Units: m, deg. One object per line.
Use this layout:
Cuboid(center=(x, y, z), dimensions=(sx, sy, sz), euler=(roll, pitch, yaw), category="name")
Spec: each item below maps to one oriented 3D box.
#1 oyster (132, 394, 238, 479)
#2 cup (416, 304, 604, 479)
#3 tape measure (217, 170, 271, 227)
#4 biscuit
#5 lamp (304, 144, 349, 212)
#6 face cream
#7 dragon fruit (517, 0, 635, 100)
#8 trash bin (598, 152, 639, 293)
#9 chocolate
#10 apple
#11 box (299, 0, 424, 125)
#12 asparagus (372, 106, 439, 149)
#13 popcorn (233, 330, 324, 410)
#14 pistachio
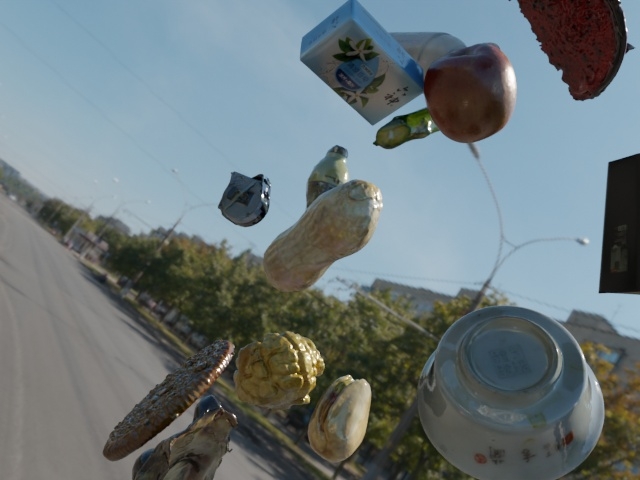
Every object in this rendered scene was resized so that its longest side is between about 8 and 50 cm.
Cuboid(center=(-0.233, 0.380, 1.102), dimensions=(0.096, 0.221, 0.361), euler=(42, -31, 20), category="oyster")
Cuboid(center=(0.347, 0.252, 1.269), dimensions=(0.347, 0.347, 0.163), euler=(28, -31, 34), category="cup")
Cuboid(center=(-0.130, -0.072, 1.218), dimensions=(0.091, 0.094, 0.054), euler=(7, -21, 18), category="tape measure")
Cuboid(center=(-0.281, 0.285, 1.270), dimensions=(0.038, 0.305, 0.305), euler=(51, -13, -7), category="biscuit")
Cuboid(center=(0.011, -0.105, 1.557), dimensions=(0.101, 0.250, 0.101), euler=(15, -18, 5), category="lamp")
Cuboid(center=(0.263, -0.416, 1.617), dimensions=(0.145, 0.145, 0.369), euler=(42, -8, -31), category="face cream")
Cuboid(center=(0.629, -0.516, 1.631), dimensions=(0.344, 0.100, 0.282), euler=(59, -17, -7), category="dragon fruit")
Cuboid(center=(0.563, -0.020, 1.143), dimensions=(0.165, 0.226, 0.115), euler=(5, -6, -16), category="trash bin")
Cuboid(center=(0.000, 0.000, 1.322), dimensions=(0.134, 0.134, 0.309), euler=(39, -55, -15), category="chocolate")
Cuboid(center=(0.296, -0.292, 1.352), dimensions=(0.181, 0.181, 0.169), euler=(20, -41, 55), category="apple")
Cuboid(center=(0.087, -0.356, 1.396), dimensions=(0.142, 0.083, 0.232), euler=(-29, -51, 33), category="box")
Cuboid(center=(0.249, -0.285, 1.664), dimensions=(0.085, 0.343, 0.082), euler=(-13, -83, 45), category="asparagus")
Cuboid(center=(-0.108, 0.331, 1.759), dimensions=(0.250, 0.190, 0.250), euler=(-2, -21, -1), category="popcorn")
Cuboid(center=(0.047, 0.406, 1.569), dimensions=(0.117, 0.201, 0.145), euler=(-6, -48, 37), category="pistachio")
